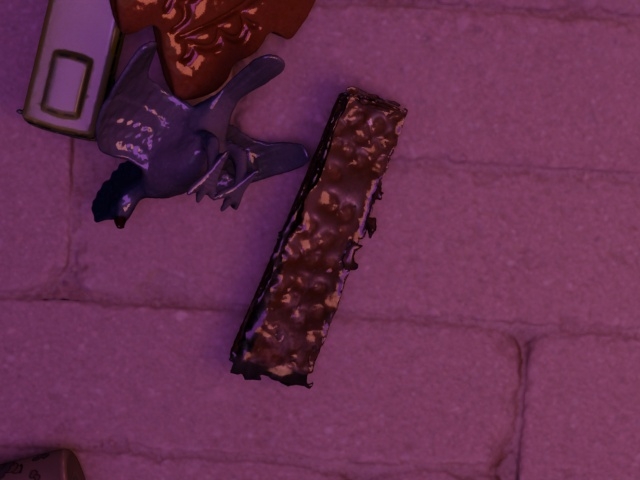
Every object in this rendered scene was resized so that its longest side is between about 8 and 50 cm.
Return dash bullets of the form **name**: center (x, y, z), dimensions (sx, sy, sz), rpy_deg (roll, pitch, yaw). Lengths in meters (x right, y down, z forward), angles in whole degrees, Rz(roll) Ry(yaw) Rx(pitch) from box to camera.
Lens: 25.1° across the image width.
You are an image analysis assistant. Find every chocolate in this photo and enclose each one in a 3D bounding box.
- **chocolate**: center (-0.005, -0.003, 1.523), dimensions (0.102, 0.065, 0.329), rpy_deg (18, 99, -25)

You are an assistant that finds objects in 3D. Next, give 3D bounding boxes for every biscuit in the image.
- **biscuit**: center (-0.130, -0.298, 1.421), dimensions (0.306, 0.043, 0.284), rpy_deg (29, 92, -32)

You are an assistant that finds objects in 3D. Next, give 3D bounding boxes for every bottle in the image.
- **bottle**: center (-0.360, 0.287, 1.546), dimensions (0.209, 0.097, 0.110), rpy_deg (-13, 60, 2)

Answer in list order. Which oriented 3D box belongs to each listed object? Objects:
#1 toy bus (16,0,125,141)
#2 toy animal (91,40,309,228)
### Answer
- **toy bus**: center (-0.248, -0.191, 1.476), dimensions (0.088, 0.101, 0.175), rpy_deg (14, 96, -5)
- **toy animal**: center (-0.139, -0.100, 1.458), dimensions (0.255, 0.176, 0.239), rpy_deg (-53, 137, 6)
